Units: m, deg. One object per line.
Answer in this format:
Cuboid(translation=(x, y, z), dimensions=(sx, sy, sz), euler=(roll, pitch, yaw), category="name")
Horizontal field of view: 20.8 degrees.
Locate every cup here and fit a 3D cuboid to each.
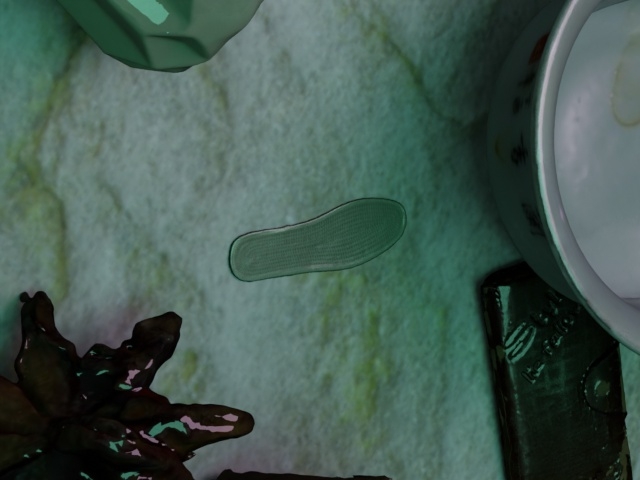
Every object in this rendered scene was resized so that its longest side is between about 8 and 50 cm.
Cuboid(translation=(0.264, -0.075, 1.346), dimensions=(0.347, 0.163, 0.347), euler=(-1, 93, -27), category="cup")

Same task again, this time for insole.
Cuboid(translation=(0.000, 0.000, 1.325), dimensions=(0.153, 0.002, 0.053), euler=(-11, 104, -25), category="insole")

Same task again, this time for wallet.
Cuboid(translation=(0.198, 0.125, 1.433), dimensions=(0.122, 0.031, 0.232), euler=(-16, 105, -22), category="wallet")

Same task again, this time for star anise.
Cuboid(translation=(-0.171, 0.142, 1.146), dimensions=(0.272, 0.102, 0.272), euler=(2, 65, -4), category="star anise")

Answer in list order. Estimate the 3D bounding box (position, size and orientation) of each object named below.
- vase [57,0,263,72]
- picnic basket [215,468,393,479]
Cuboid(translation=(-0.185, -0.266, 1.106), dimensions=(0.360, 0.165, 0.165), euler=(41, 80, -22), category="vase")
Cuboid(translation=(-0.030, 0.345, 1.219), dimensions=(0.291, 0.254, 0.321), euler=(52, 59, -25), category="picnic basket")
